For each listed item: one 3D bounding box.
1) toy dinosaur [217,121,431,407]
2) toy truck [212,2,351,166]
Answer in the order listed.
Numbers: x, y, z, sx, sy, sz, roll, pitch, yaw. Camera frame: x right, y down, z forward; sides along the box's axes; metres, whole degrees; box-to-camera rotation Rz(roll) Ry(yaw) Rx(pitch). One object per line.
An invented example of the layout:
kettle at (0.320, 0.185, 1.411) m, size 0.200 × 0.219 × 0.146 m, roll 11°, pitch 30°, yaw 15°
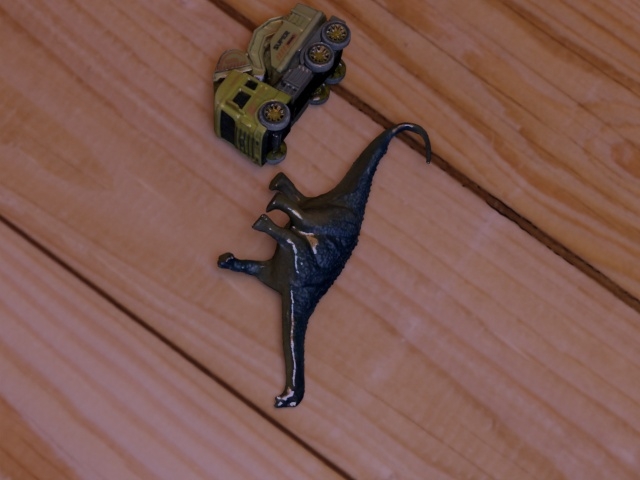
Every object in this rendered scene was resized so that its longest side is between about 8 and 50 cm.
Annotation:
toy dinosaur at (-0.011, -0.002, 1.864) m, size 0.147 × 0.076 × 0.363 m, roll 33°, pitch 69°, yaw -17°
toy truck at (-0.052, -0.185, 1.916) m, size 0.116 × 0.085 × 0.191 m, roll 30°, pitch 65°, yaw 13°
